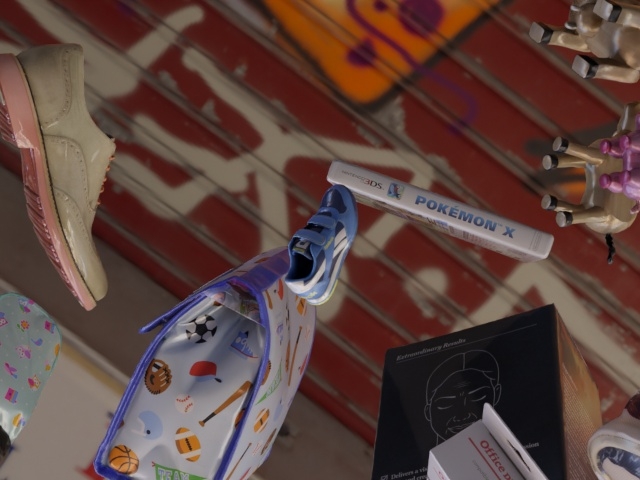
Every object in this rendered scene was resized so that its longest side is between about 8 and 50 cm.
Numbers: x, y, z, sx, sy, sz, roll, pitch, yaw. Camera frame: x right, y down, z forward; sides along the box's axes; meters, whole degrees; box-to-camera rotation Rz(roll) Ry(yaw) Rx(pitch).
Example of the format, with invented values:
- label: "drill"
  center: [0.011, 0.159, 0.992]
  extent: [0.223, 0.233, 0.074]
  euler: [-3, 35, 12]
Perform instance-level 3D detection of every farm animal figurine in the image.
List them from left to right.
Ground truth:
- label: "farm animal figurine"
  center: [0.369, -0.192, 1.110]
  extent: [0.172, 0.330, 0.327]
  euler: [3, -130, -25]

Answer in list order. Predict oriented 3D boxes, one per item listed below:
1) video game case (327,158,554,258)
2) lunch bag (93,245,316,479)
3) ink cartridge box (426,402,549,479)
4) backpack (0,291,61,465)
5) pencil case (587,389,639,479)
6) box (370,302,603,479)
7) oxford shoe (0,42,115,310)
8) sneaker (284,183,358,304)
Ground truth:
- label: "video game case"
  center: [0.173, -0.036, 1.394]
  extent: [0.300, 0.036, 0.329]
  euler: [20, -179, 8]
- label: "lunch bag"
  center: [-0.151, 0.195, 1.532]
  extent: [0.239, 0.385, 0.328]
  euler: [28, -165, 8]
- label: "ink cartridge box"
  center: [0.146, 0.235, 0.869]
  extent: [0.104, 0.060, 0.180]
  euler: [53, 161, 33]
- label: "backpack"
  center: [-0.360, 0.144, 1.041]
  extent: [0.152, 0.115, 0.182]
  euler: [54, -148, -30]
- label: "pencil case"
  center: [0.408, 0.109, 0.809]
  extent: [0.160, 0.410, 0.183]
  euler: [54, 160, 0]
- label: "box"
  center: [0.252, 0.329, 1.439]
  extent: [0.212, 0.293, 0.395]
  euler: [56, -152, -31]
- label: "oxford shoe"
  center: [-0.348, -0.085, 1.386]
  extent: [0.146, 0.397, 0.140]
  euler: [-22, -149, -24]
- label: "sneaker"
  center: [0.000, 0.000, 1.122]
  extent: [0.053, 0.144, 0.059]
  euler: [6, 167, 46]
